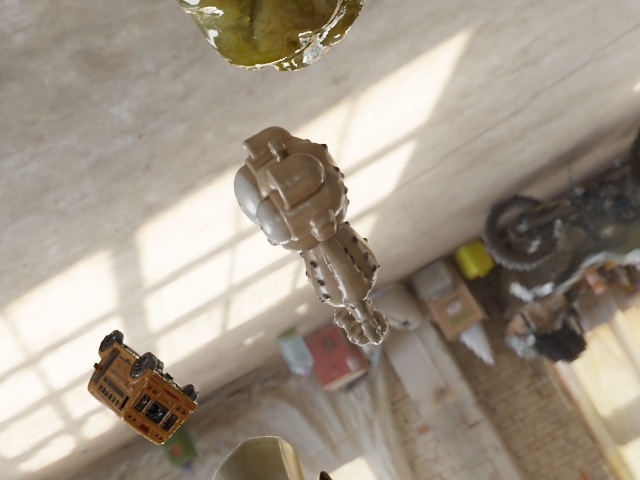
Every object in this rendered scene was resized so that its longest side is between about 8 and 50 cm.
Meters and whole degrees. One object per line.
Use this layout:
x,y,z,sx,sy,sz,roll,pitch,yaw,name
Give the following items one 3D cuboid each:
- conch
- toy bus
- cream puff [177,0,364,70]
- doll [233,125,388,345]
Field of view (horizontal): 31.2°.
-0.051,0.343,1.344,0.158,0.255,0.127,26,115,-29,conch
-0.226,0.178,1.404,0.088,0.083,0.194,-53,-154,-10,toy bus
-0.045,-0.322,0.956,0.257,0.324,0.291,-32,179,10,cream puff
0.000,0.000,1.319,0.119,0.278,0.154,-31,-160,-6,doll
